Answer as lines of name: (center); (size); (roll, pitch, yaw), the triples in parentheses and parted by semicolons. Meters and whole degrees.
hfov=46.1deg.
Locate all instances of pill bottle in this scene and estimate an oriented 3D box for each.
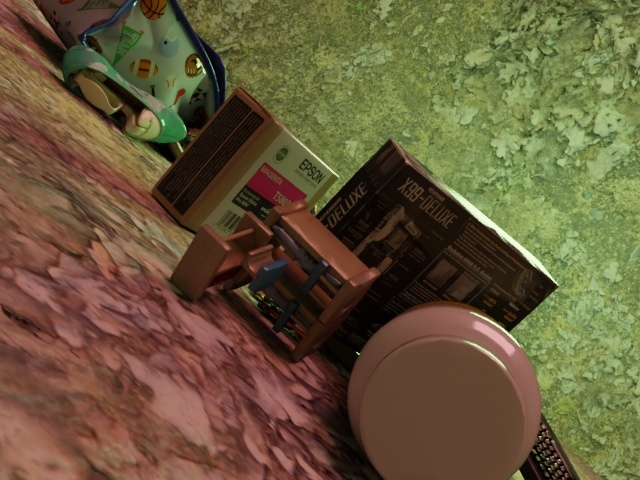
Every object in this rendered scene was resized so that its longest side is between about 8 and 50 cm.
pill bottle: (0.130, 0.161, 0.795); (0.188, 0.188, 0.334); (43, 5, 9)

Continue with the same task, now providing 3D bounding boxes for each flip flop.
flip flop: (-0.242, -0.177, 1.504); (0.112, 0.080, 0.277); (45, 5, 32)

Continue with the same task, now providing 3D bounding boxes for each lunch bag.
lunch bag: (-0.366, -0.386, 1.554); (0.328, 0.239, 0.385); (45, -11, 41)

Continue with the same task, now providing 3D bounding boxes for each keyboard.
keyboard: (0.335, 0.336, 1.267); (0.201, 0.033, 0.317); (5, 43, -33)

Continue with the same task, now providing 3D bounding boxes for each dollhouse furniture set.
dollhouse furniture set: (-0.056, 0.056, 0.805); (0.129, 0.129, 0.183); (44, 29, 16)

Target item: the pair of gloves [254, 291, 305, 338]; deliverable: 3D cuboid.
pair of gloves: (-0.055, 0.095, 0.969); (0.074, 0.010, 0.083); (39, 2, -17)

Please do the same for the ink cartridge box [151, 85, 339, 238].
ink cartridge box: (-0.101, -0.083, 1.101); (0.088, 0.193, 0.234); (44, 5, 29)

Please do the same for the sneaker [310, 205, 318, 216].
sneaker: (0.000, 0.000, 1.642); (0.262, 0.121, 0.099); (46, 7, 40)

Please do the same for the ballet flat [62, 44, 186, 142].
ballet flat: (-0.337, -0.226, 1.281); (0.247, 0.083, 0.087); (39, 35, -31)

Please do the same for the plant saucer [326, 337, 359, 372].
plant saucer: (0.065, 0.151, 1.120); (0.241, 0.037, 0.241); (42, 13, -12)

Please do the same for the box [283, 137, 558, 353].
box: (0.122, 0.050, 0.989); (0.307, 0.242, 0.077); (34, 19, -27)
